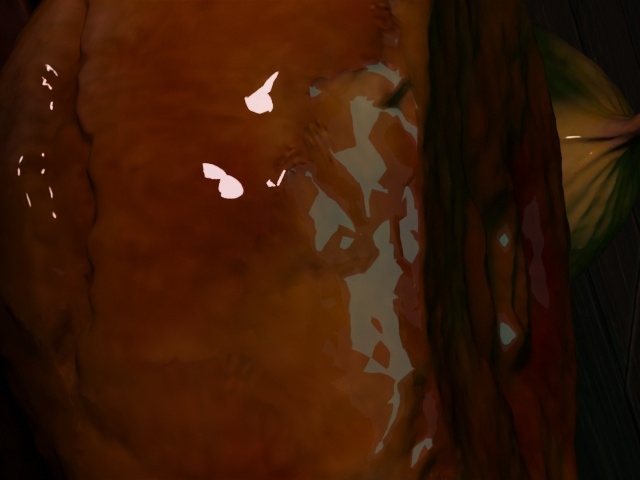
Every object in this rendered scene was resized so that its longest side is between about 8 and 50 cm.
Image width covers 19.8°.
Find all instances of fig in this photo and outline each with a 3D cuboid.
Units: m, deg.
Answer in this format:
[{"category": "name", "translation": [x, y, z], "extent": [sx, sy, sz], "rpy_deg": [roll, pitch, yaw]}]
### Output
[{"category": "fig", "translation": [0.104, -0.045, 0.938], "extent": [0.231, 0.143, 0.160], "rpy_deg": [174, -89, -83]}]

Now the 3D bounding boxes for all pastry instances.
[{"category": "pastry", "translation": [0.000, 0.000, 0.679], "extent": [0.356, 0.164, 0.356], "rpy_deg": [-8, 90, -74]}]
